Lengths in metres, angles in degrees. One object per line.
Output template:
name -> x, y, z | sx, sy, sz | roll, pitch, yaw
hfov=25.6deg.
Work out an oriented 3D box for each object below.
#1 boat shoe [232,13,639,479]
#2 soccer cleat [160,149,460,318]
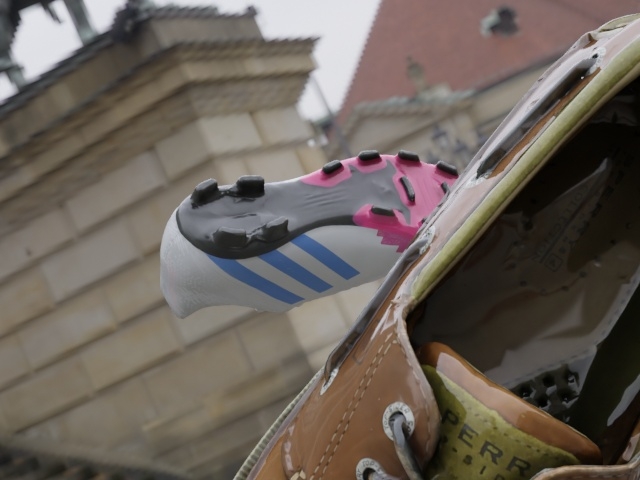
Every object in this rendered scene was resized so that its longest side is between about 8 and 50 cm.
boat shoe -> 0.040, 0.059, 0.423 | 0.307, 0.111, 0.104 | -63, -3, -12
soccer cleat -> 0.000, 0.000, 1.320 | 0.331, 0.116, 0.143 | -5, -39, -28
